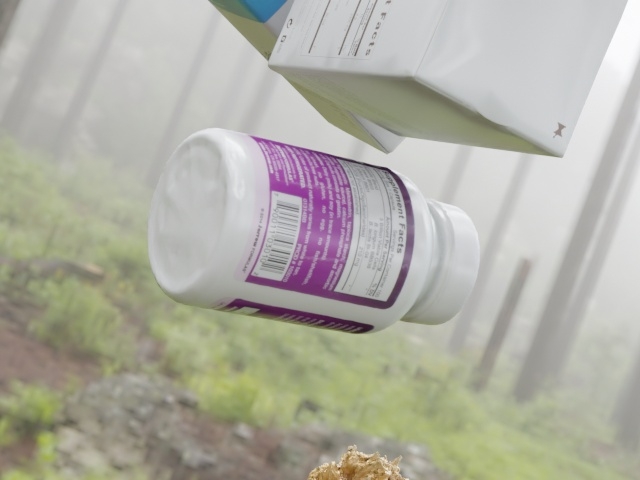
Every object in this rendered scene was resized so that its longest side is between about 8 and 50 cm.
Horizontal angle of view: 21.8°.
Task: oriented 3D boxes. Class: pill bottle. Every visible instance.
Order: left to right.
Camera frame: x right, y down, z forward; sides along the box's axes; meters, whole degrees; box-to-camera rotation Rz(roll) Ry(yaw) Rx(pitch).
[{"bbox_3d":[0.000,0.000,1.607,0.302,0.169,0.169,12,0,-33],"label":"pill bottle"}]

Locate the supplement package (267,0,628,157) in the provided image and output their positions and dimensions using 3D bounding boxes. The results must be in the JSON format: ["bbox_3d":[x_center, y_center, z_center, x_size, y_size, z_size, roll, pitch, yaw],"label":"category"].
[{"bbox_3d":[0.114,-0.198,1.554,0.177,0.175,0.293,26,-5,-28],"label":"supplement package"}]

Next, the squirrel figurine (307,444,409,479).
[{"bbox_3d":[0.039,0.431,1.943,0.370,0.281,0.397,17,27,-8],"label":"squirrel figurine"}]

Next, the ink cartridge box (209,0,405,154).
[{"bbox_3d":[0.021,-0.267,1.818,0.270,0.198,0.197,45,-5,-25],"label":"ink cartridge box"}]
